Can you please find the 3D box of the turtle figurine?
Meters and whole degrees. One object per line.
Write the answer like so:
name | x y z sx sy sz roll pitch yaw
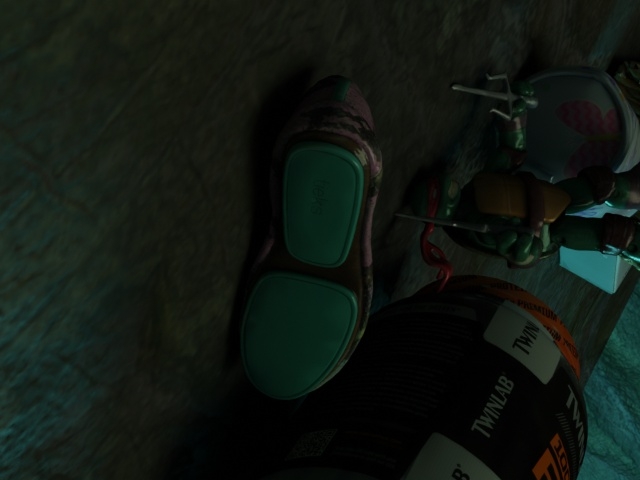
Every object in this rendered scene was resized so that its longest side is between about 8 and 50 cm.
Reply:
turtle figurine | 0.156 -0.035 0.875 0.118 0.234 0.175 111 -19 -54

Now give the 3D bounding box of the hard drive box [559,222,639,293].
hard drive box | 0.395 -0.052 1.530 0.181 0.089 0.232 -57 160 -10

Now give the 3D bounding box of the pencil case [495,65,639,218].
pencil case | 0.237 -0.076 1.075 0.124 0.113 0.273 -48 162 7

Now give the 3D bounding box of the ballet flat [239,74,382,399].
ballet flat | 0.000 0.000 0.674 0.079 0.077 0.221 -69 171 -46

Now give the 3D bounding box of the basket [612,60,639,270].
basket | 0.452 -0.060 1.342 0.223 0.299 0.213 -19 135 -62

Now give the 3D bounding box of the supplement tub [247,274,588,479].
supplement tub | 0.072 0.174 0.838 0.338 0.207 0.207 -50 160 -53
